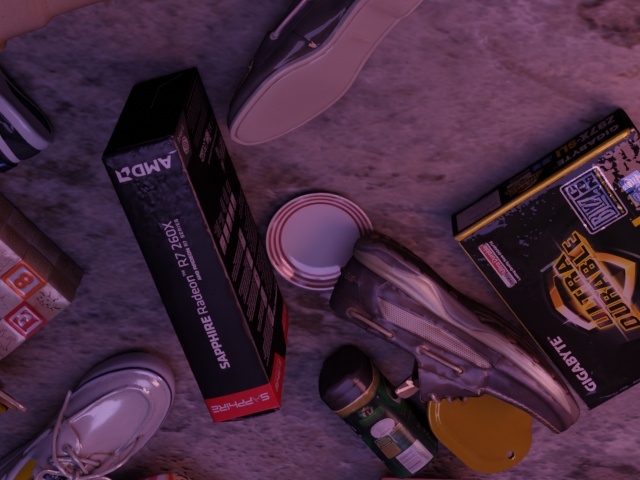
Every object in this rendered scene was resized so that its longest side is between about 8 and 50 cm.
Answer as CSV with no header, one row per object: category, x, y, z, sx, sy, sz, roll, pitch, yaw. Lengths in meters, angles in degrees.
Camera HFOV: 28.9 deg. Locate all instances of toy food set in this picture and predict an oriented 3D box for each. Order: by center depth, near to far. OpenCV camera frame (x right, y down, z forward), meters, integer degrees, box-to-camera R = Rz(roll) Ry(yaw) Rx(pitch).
toy food set,-0.457,0.192,1.627,0.132,0.192,0.038,39,76,-19
toy food set,0.198,0.219,1.692,0.128,0.071,0.218,-47,111,-4

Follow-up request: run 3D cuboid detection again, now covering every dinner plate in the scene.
dinner plate,0.000,0.000,1.605,0.141,0.017,0.141,1,118,1

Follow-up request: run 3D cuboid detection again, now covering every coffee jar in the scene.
coffee jar,0.075,0.231,1.678,0.079,0.096,0.184,-38,110,13

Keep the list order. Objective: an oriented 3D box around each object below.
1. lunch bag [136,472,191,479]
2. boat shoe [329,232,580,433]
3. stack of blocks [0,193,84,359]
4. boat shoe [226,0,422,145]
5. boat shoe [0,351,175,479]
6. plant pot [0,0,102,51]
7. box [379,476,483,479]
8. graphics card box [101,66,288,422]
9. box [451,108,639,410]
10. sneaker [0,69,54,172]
lunch bag,-0.216,0.467,1.780,0.258,0.120,0.293,-25,126,5
boat shoe,0.165,0.137,1.576,0.355,0.132,0.130,38,100,1
stack of blocks,-0.472,0.009,1.582,0.171,0.087,0.297,-36,111,18
boat shoe,0.006,-0.246,1.450,0.335,0.095,0.112,-42,145,24
boat shoe,-0.344,0.302,1.691,0.367,0.156,0.136,-37,111,19
plant pot,-0.220,-0.382,1.270,0.305,0.334,0.334,-11,117,-5
box,0.150,0.451,1.701,0.148,0.232,0.127,1,155,1
graphics card box,-0.138,0.004,1.491,0.094,0.233,0.371,-14,117,9
box,0.361,0.031,1.580,0.257,0.079,0.322,-33,112,15
sneaker,-0.435,-0.167,1.495,0.121,0.079,0.217,-32,114,15
